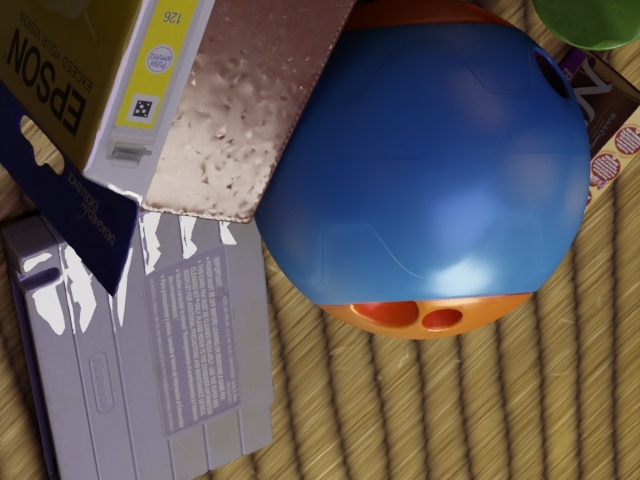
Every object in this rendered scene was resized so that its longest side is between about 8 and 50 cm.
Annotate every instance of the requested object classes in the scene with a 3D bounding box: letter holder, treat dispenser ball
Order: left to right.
[{"bbox_3d":[-0.111,-0.186,1.461,0.214,0.152,0.302,7,120,-38],"label":"letter holder"},{"bbox_3d":[0.082,-0.061,1.606,0.288,0.288,0.288,-20,135,-22],"label":"treat dispenser ball"}]

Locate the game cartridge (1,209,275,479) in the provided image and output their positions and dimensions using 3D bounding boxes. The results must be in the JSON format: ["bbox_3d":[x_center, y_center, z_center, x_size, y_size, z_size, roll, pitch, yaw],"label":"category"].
[{"bbox_3d":[-0.155,0.091,1.736,0.230,0.068,0.355,-25,136,-23],"label":"game cartridge"}]

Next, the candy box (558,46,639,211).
[{"bbox_3d":[0.230,-0.084,1.833,0.187,0.109,0.053,-50,138,11],"label":"candy box"}]

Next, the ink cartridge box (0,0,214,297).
[{"bbox_3d":[-0.177,-0.169,1.289,0.072,0.303,0.307,8,114,-38],"label":"ink cartridge box"}]

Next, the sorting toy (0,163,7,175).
[{"bbox_3d":[-0.383,-0.080,1.427,0.229,0.041,0.307,-36,139,-6],"label":"sorting toy"}]

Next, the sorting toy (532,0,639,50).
[{"bbox_3d":[0.279,-0.243,1.766,0.365,0.127,0.126,-41,168,4],"label":"sorting toy"}]
